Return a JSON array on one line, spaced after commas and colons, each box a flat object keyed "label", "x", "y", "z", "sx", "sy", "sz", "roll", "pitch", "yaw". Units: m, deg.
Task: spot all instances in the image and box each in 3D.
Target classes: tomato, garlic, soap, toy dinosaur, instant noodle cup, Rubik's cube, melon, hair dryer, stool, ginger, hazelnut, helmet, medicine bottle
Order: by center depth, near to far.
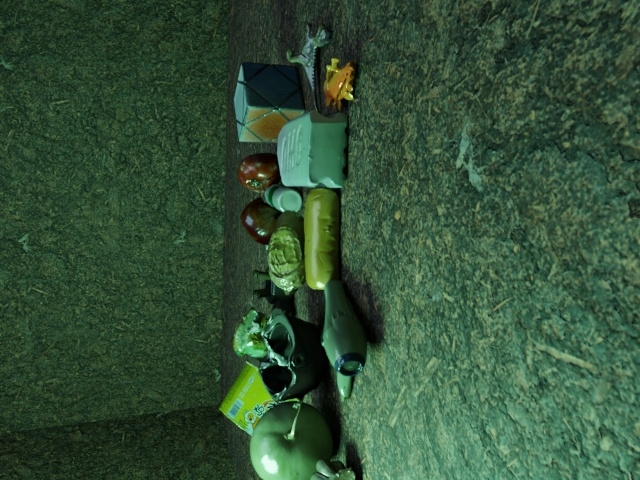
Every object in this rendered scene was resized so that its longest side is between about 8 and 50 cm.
[{"label": "toy dinosaur", "x": 0.044, "y": -0.409, "z": 1.346, "sx": 0.288, "sy": 0.071, "sz": 0.117, "roll": -175, "pitch": 83, "yaw": -76}, {"label": "hair dryer", "x": 0.052, "y": 0.255, "z": 1.363, "sx": 0.298, "sy": 0.119, "sz": 0.295, "roll": 94, "pitch": 171, "yaw": -56}, {"label": "garlic", "x": 0.036, "y": 0.670, "z": 1.405, "sx": 0.194, "sy": 0.127, "sz": 0.131, "roll": 83, "pitch": 178, "yaw": -80}, {"label": "soap", "x": -0.035, "y": -0.263, "z": 1.499, "sx": 0.347, "sy": 0.115, "sz": 0.208, "roll": -162, "pitch": 75, "yaw": -70}, {"label": "melon", "x": -0.087, "y": 0.624, "z": 1.535, "sx": 0.308, "sy": 0.272, "sz": 0.271, "roll": 50, "pitch": -152, "yaw": -67}, {"label": "toy dinosaur", "x": -0.033, "y": -0.550, "z": 1.553, "sx": 0.199, "sy": 0.072, "sz": 0.251, "roll": 52, "pitch": 131, "yaw": 44}, {"label": "helmet", "x": -0.072, "y": 0.359, "z": 1.585, "sx": 0.225, "sy": 0.177, "sz": 0.304, "roll": 35, "pitch": 115, "yaw": 59}, {"label": "ginger", "x": -0.087, "y": 0.039, "z": 1.604, "sx": 0.221, "sy": 0.130, "sz": 0.275, "roll": 23, "pitch": -111, "yaw": -76}, {"label": "Rubik's cube", "x": -0.189, "y": -0.488, "z": 1.796, "sx": 0.207, "sy": 0.206, "sz": 0.204, "roll": 123, "pitch": 141, "yaw": -61}, {"label": "instant noodle cup", "x": -0.228, "y": 0.594, "z": 1.837, "sx": 0.200, "sy": 0.264, "sz": 0.264, "roll": -53, "pitch": 10, "yaw": -18}, {"label": "medicine bottle", "x": -0.146, "y": -0.160, "z": 1.873, "sx": 0.260, "sy": 0.095, "sz": 0.095, "roll": -147, "pitch": 57, "yaw": -69}, {"label": "stool", "x": -0.179, "y": 0.185, "z": 1.932, "sx": 0.227, "sy": 0.140, "sz": 0.153, "roll": -108, "pitch": 27, "yaw": -42}, {"label": "tomato", "x": -0.240, "y": -0.283, "z": 2.027, "sx": 0.187, "sy": 0.187, "sz": 0.151, "roll": 133, "pitch": 154, "yaw": -64}, {"label": "hazelnut", "x": -0.239, "y": -0.076, "z": 2.093, "sx": 0.201, "sy": 0.160, "sz": 0.170, "roll": 46, "pitch": 166, "yaw": 6}]

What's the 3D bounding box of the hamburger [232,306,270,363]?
[{"label": "hamburger", "x": -0.227, "y": 0.374, "z": 1.897, "sx": 0.192, "sy": 0.168, "sz": 0.288, "roll": -56, "pitch": -11, "yaw": -21}]

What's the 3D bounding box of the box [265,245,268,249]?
[{"label": "box", "x": -0.229, "y": -0.003, "z": 2.233, "sx": 0.083, "sy": 0.024, "sz": 0.054, "roll": 113, "pitch": 151, "yaw": -50}]

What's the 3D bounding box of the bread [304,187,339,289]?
[{"label": "bread", "x": 0.000, "y": 0.000, "z": 1.476, "sx": 0.142, "sy": 0.091, "sz": 0.304, "roll": -171, "pitch": 80, "yaw": -76}]
